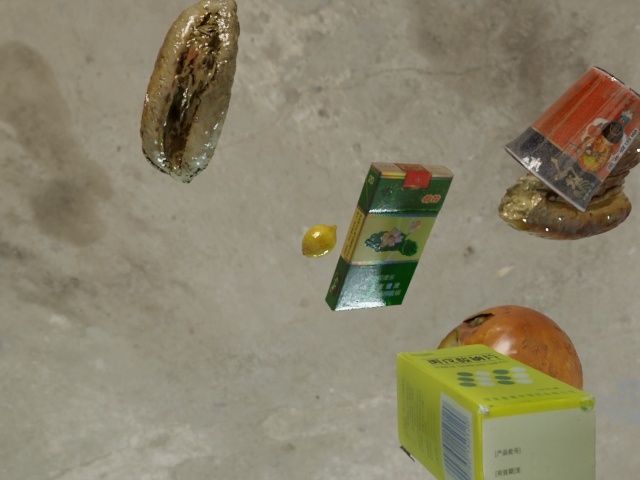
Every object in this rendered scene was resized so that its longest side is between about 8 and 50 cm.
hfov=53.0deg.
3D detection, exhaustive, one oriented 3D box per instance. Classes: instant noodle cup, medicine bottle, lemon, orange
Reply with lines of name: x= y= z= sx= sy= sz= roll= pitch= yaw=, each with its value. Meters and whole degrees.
instant noodle cup: x=0.306 y=-0.123 z=0.752 sx=0.127 sy=0.127 sz=0.135 roll=28 pitch=111 yaw=-27
medicine bottle: x=0.193 y=0.217 z=0.761 sx=0.137 sy=0.250 sz=0.141 roll=-5 pitch=96 yaw=-13
lemon: x=0.000 y=0.000 z=1.298 sx=0.092 sy=0.065 sz=0.065 roll=-40 pitch=128 yaw=-15
orange: x=0.309 y=0.222 z=1.065 sx=0.240 sy=0.240 sz=0.240 roll=-5 pitch=127 yaw=-6

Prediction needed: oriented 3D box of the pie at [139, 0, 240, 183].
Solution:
pie: x=-0.127 y=-0.151 z=0.644 sx=0.079 sy=0.163 sz=0.193 roll=14 pitch=107 yaw=-9

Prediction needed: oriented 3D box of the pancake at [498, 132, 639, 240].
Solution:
pancake: x=0.401 y=-0.090 z=0.925 sx=0.266 sy=0.057 sz=0.244 roll=9 pitch=129 yaw=-42

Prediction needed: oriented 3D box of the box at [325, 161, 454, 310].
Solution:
box: x=0.097 y=-0.002 z=0.932 sx=0.132 sy=0.034 sz=0.235 roll=-1 pitch=123 yaw=-31
